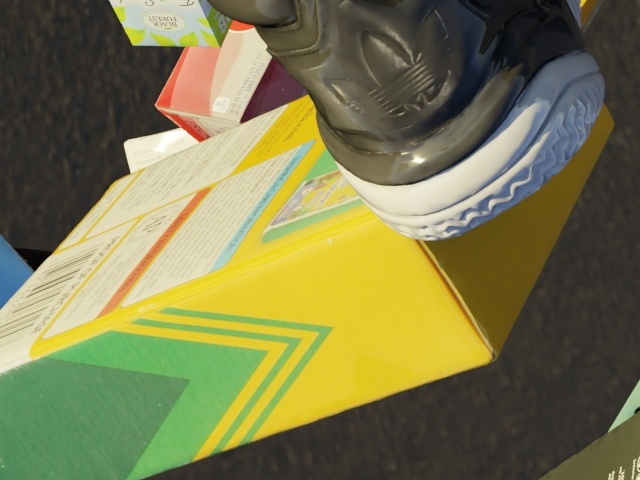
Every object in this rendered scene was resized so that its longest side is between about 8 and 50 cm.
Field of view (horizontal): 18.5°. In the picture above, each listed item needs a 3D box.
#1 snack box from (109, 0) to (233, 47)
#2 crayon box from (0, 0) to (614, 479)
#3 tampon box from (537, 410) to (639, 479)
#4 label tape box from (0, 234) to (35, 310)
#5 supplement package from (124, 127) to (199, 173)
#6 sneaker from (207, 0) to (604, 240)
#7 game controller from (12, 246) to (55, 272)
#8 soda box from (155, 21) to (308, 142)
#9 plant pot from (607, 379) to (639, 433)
[{"bbox_3d":[-0.088,-0.244,1.143,0.070,0.174,0.207,5,144,25],"label":"snack box"},{"bbox_3d":[0.000,0.000,0.895,0.323,0.203,0.083,-22,110,34],"label":"crayon box"},{"bbox_3d":[0.147,0.137,0.733,0.120,0.101,0.161,14,157,-9],"label":"tampon box"},{"bbox_3d":[-0.339,0.077,1.377,0.348,0.249,0.115,20,149,28],"label":"label tape box"},{"bbox_3d":[0.018,-0.048,1.560,0.262,0.204,0.145,-12,92,30],"label":"supplement package"},{"bbox_3d":[0.011,-0.124,0.656,0.101,0.268,0.153,-32,120,14],"label":"sneaker"},{"bbox_3d":[-0.278,0.094,1.999,0.166,0.319,0.067,-3,121,-23],"label":"game controller"},{"bbox_3d":[-0.001,-0.173,1.308,0.092,0.083,0.263,40,70,-44],"label":"soda box"},{"bbox_3d":[0.305,0.208,1.435,0.166,0.165,0.234,-3,128,44],"label":"plant pot"}]
